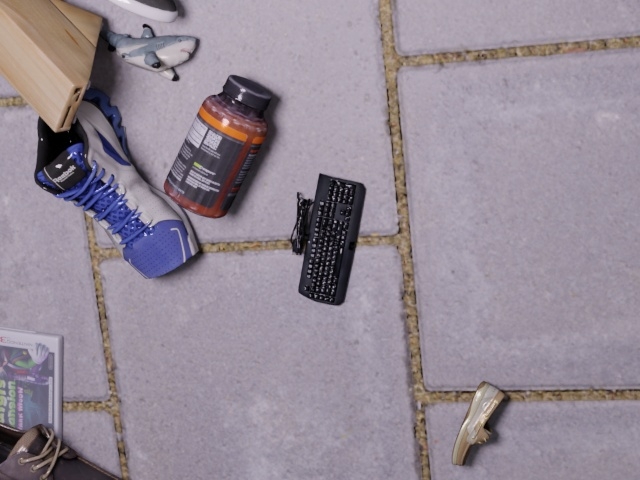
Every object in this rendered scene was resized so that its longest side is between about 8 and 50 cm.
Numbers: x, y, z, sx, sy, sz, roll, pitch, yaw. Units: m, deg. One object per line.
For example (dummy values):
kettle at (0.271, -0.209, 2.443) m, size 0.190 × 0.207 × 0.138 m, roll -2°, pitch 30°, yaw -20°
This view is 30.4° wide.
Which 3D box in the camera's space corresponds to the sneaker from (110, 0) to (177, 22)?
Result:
sneaker at (-0.294, -0.446, 1.678) m, size 0.296 × 0.104 × 0.147 m, roll 43°, pitch 113°, yaw 7°

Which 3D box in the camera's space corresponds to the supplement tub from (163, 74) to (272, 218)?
supplement tub at (-0.143, -0.138, 1.705) m, size 0.106 × 0.106 × 0.198 m, roll 31°, pitch 107°, yaw 7°

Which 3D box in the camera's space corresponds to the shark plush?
shark plush at (-0.261, -0.289, 1.748) m, size 0.161 × 0.073 × 0.067 m, roll 19°, pitch 86°, yaw 31°

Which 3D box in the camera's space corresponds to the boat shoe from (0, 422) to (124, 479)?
boat shoe at (-0.462, 0.367, 1.862) m, size 0.355 × 0.132 × 0.130 m, roll 13°, pitch 125°, yaw 8°

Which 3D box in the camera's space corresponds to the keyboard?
keyboard at (0.000, 0.000, 1.733) m, size 0.100 × 0.038 × 0.192 m, roll 13°, pitch 104°, yaw 12°

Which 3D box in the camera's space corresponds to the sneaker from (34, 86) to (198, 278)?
sneaker at (-0.327, -0.074, 1.726) m, size 0.127 × 0.182 × 0.315 m, roll -31°, pitch 93°, yaw 20°

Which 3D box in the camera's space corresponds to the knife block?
knife block at (-0.442, -0.296, 1.679) m, size 0.242 × 0.276 × 0.088 m, roll 18°, pitch 127°, yaw -17°

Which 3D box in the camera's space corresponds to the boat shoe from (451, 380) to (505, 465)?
boat shoe at (0.231, 0.275, 1.724) m, size 0.045 × 0.050 × 0.135 m, roll 23°, pitch 106°, yaw 15°

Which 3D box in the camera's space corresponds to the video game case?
video game case at (-0.503, 0.236, 1.921) m, size 0.173 × 0.022 × 0.190 m, roll 6°, pitch 103°, yaw 13°
